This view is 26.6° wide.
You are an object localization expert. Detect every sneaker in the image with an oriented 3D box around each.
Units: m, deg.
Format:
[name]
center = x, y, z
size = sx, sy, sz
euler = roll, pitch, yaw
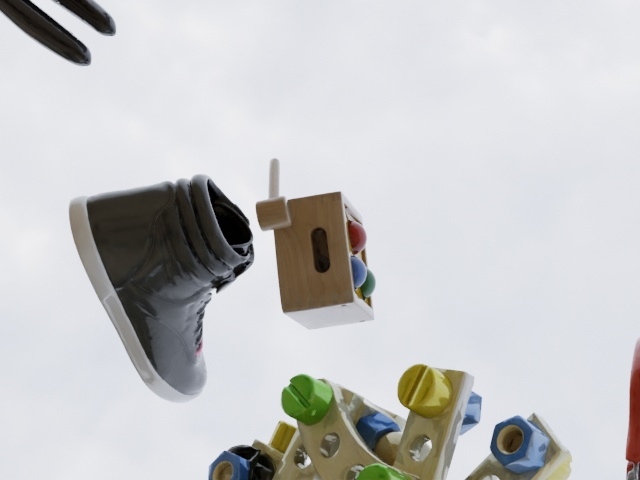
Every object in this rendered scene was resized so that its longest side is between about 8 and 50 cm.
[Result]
[sneaker]
center = -0.120, 0.051, 1.298
size = 0.146, 0.296, 0.105
euler = -16, -133, 4

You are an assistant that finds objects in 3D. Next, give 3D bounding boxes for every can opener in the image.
[can opener]
center = -0.206, -0.172, 0.862
size = 0.186, 0.073, 0.059
euler = 30, -91, 17

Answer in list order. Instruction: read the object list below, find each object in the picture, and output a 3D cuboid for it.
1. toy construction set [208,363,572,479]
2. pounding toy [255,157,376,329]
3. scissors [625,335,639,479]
[toy construction set]
center = -0.007, 0.219, 0.841
size = 0.215, 0.151, 0.328
euler = 18, -115, 47
[pounding toy]
center = -0.002, -0.010, 1.503
size = 0.094, 0.206, 0.181
euler = -9, -104, 11
[scissors]
center = 0.231, 0.170, 1.008
size = 0.021, 0.297, 0.109
euler = 2, -68, 20
